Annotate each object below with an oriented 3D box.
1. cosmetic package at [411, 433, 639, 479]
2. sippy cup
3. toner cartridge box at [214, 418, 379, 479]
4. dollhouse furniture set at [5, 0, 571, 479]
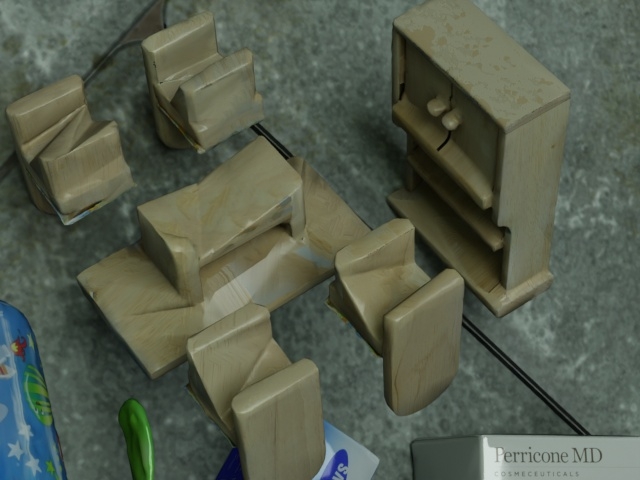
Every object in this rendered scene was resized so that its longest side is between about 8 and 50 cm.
[{"bbox_3d":[0.198,0.359,1.420,0.196,0.155,0.366,2,81,-21],"label":"cosmetic package"},{"bbox_3d":[-0.299,0.166,1.212,0.305,0.240,0.224,20,58,-55],"label":"sippy cup"},{"bbox_3d":[-0.088,0.313,1.297,0.075,0.165,0.348,35,70,-15],"label":"toner cartridge box"},{"bbox_3d":[0.000,0.000,1.330,0.394,0.256,0.362,-30,56,-19],"label":"dollhouse furniture set"}]
